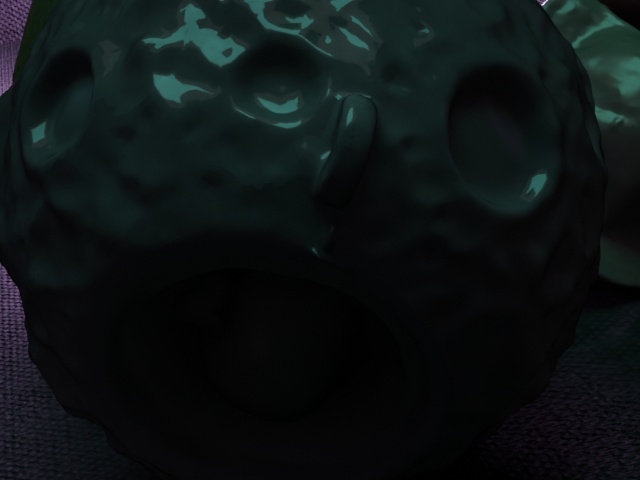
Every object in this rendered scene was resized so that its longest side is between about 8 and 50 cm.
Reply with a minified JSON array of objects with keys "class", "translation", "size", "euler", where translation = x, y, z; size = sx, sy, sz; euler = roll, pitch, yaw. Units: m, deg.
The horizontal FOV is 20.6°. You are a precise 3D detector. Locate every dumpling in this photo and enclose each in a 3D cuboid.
[{"class":"dumpling","translation":[0.194,-0.060,1.206],"size":[0.151,0.229,0.124],"euler":[-29,-17,-10]}]

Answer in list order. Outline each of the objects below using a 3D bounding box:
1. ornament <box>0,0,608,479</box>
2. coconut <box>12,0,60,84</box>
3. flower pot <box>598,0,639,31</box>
[{"class":"ornament","translation":[-0.009,-0.032,0.963],"size":[0.337,0.337,0.337],"euler":[-11,16,3]},{"class":"coconut","translation":[-0.103,-0.131,1.479],"size":[0.328,0.328,0.281],"euler":[-12,43,-2]},{"class":"flower pot","translation":[0.288,-0.115,1.275],"size":[0.084,0.251,0.179],"euler":[-43,26,-15]}]
